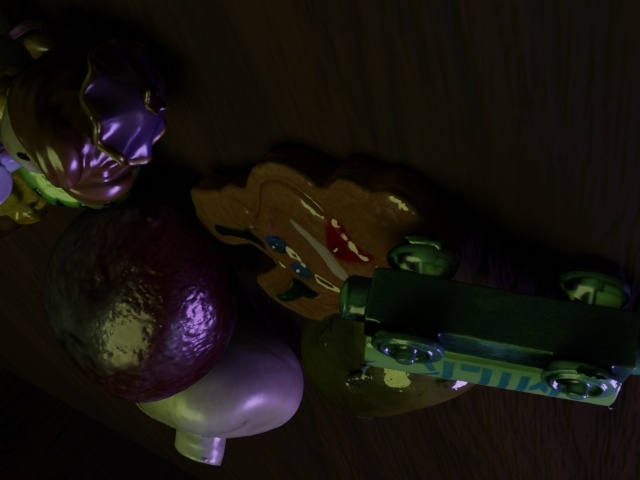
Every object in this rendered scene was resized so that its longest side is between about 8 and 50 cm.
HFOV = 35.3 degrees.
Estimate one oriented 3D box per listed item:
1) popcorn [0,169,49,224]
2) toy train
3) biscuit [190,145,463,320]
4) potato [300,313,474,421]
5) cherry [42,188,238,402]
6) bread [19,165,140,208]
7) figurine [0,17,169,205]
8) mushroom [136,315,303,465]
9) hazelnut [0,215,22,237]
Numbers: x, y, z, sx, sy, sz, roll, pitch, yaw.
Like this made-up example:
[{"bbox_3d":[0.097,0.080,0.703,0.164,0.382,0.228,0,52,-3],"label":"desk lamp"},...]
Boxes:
[{"bbox_3d":[-0.371,-0.092,1.146,0.180,0.180,0.170,31,-159,4],"label":"popcorn"},{"bbox_3d":[0.141,0.080,0.826,0.253,0.105,0.157,9,157,6],"label":"toy train"},{"bbox_3d":[0.000,0.000,0.947,0.202,0.047,0.334,49,151,-20],"label":"biscuit"},{"bbox_3d":[0.057,0.135,1.098,0.160,0.111,0.272,39,158,-19],"label":"potato"},{"bbox_3d":[-0.201,0.056,1.144,0.230,0.203,0.300,60,144,25],"label":"cherry"},{"bbox_3d":[-0.253,-0.097,1.050,0.139,0.130,0.071,12,-160,5],"label":"bread"},{"bbox_3d":[-0.256,-0.117,0.912,0.263,0.189,0.142,11,169,29],"label":"figurine"},{"bbox_3d":[-0.145,0.196,1.341,0.246,0.202,0.246,7,-176,0],"label":"mushroom"},{"bbox_3d":[-0.470,-0.074,1.309,0.214,0.176,0.214,16,-170,-3],"label":"hazelnut"}]
